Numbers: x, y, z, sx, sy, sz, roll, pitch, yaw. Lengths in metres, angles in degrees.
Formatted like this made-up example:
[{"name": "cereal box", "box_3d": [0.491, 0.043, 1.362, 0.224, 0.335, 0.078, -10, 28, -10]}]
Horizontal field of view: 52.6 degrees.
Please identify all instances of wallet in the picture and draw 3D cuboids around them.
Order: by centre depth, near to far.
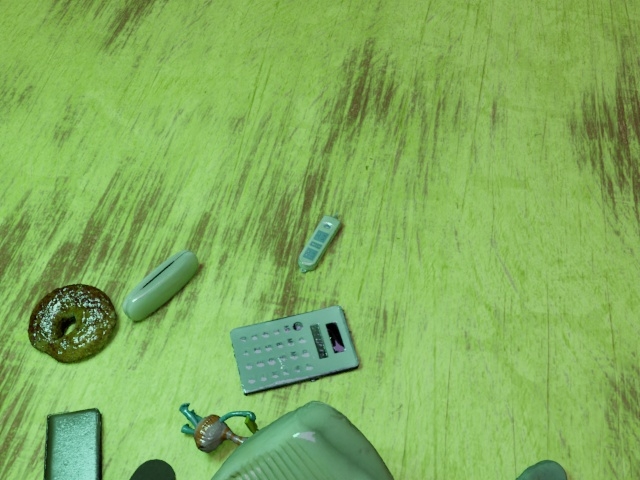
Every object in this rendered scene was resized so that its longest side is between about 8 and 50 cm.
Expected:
[{"name": "wallet", "box_3d": [-0.478, 0.425, 1.252, 0.110, 0.031, 0.198, -9, 55, -7]}]

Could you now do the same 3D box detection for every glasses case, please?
[{"name": "glasses case", "box_3d": [-0.357, 0.100, 1.457, 0.051, 0.081, 0.204, 34, 59, 23]}]

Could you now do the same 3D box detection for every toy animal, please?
[{"name": "toy animal", "box_3d": [-0.178, 0.369, 1.257, 0.208, 0.100, 0.103, 17, 90, 16]}]

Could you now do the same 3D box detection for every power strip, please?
[{"name": "power strip", "box_3d": [0.000, 0.000, 1.562, 0.047, 0.030, 0.191, 22, 58, 14]}]

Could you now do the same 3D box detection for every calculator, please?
[{"name": "calculator", "box_3d": [-0.055, 0.234, 1.400, 0.261, 0.021, 0.161, -13, 56, -9]}]

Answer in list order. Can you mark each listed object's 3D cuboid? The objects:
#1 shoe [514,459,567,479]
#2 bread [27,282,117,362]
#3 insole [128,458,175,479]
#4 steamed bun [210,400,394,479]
[{"name": "shoe", "box_3d": [0.384, 0.473, 1.200, 0.195, 0.078, 0.079, -27, 58, -14]}, {"name": "bread", "box_3d": [-0.541, 0.175, 1.413, 0.193, 0.064, 0.193, 0, 58, 0]}, {"name": "insole", "box_3d": [-0.342, 0.515, 1.129, 0.111, 0.007, 0.328, 24, 34, -1]}, {"name": "steamed bun", "box_3d": [-0.047, 0.430, 1.090, 0.247, 0.236, 0.383, 42, 107, 7]}]
